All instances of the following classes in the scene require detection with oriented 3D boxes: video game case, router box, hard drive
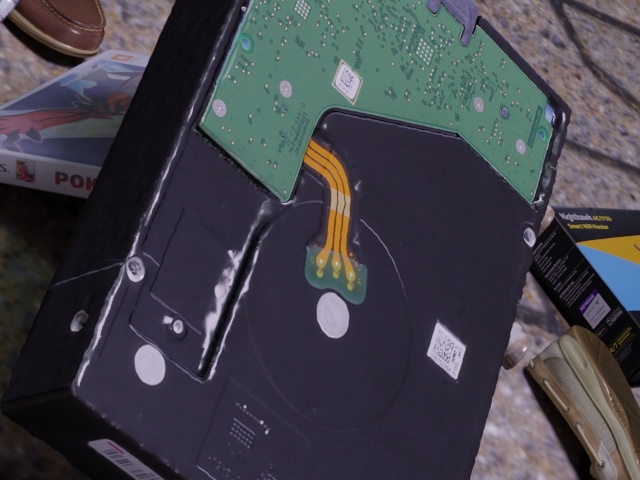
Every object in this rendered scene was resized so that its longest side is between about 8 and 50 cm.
[{"bbox_3d":[-0.085,-0.063,1.077,0.183,0.023,0.201,10,23,19],"label":"video game case"},{"bbox_3d":[0.237,0.038,1.364,0.179,0.046,0.133,1,45,-47],"label":"router box"},{"bbox_3d":[0.000,0.000,0.944,0.237,0.064,0.339,41,53,-31],"label":"hard drive"}]

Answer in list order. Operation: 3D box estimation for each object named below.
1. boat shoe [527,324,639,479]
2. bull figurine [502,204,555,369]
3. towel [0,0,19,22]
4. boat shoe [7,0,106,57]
[{"bbox_3d":[0.177,0.125,1.186,0.056,0.048,0.153,19,39,-52],"label":"boat shoe"},{"bbox_3d":[0.034,-0.001,1.142,0.188,0.101,0.310,38,31,-7],"label":"bull figurine"},{"bbox_3d":[-0.285,-0.188,1.029,0.235,0.121,0.283,36,29,-1],"label":"towel"},{"bbox_3d":[-0.182,-0.188,1.205,0.064,0.060,0.178,4,44,-46],"label":"boat shoe"}]
